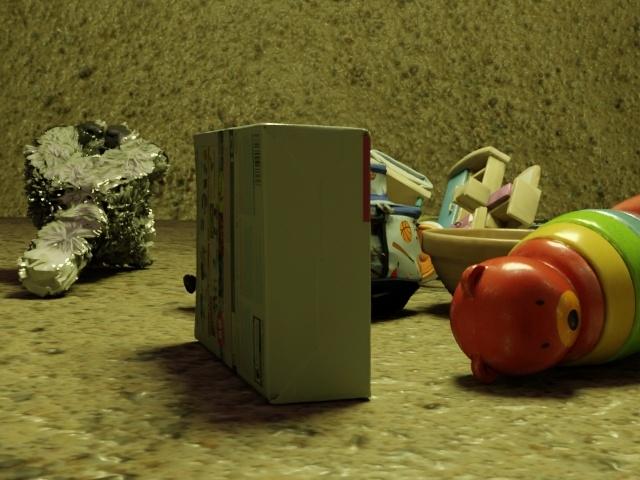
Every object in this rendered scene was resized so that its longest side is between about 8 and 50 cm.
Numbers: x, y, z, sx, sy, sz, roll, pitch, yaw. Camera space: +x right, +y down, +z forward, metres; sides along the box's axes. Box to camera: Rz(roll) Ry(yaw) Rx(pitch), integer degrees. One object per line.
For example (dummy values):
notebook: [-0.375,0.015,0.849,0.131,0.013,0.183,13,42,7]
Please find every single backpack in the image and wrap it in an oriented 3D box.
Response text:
backpack: [0.000,0.000,1.290,0.277,0.213,0.263,1,-8,44]

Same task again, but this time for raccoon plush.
raccoon plush: [-0.400,0.012,1.597,0.216,0.299,0.446,17,39,9]

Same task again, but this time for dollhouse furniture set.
dollhouse furniture set: [0.168,-0.124,1.654,0.303,0.198,0.286,27,-30,-17]

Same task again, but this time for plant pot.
plant pot: [0.252,0.043,1.318,0.238,0.109,0.237,1,5,0]

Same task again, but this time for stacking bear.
stacking bear: [0.243,0.052,0.946,0.289,0.175,0.164,-12,14,-40]

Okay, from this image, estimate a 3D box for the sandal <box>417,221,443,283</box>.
sandal: [0.089,0.028,1.633,0.265,0.101,0.076,-6,0,39]

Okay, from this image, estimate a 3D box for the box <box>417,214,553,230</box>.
box: [0.293,0.004,1.975,0.395,0.097,0.318,4,8,25]

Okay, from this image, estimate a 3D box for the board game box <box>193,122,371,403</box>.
board game box: [-0.047,0.008,0.920,0.098,0.223,0.303,-1,5,-19]
